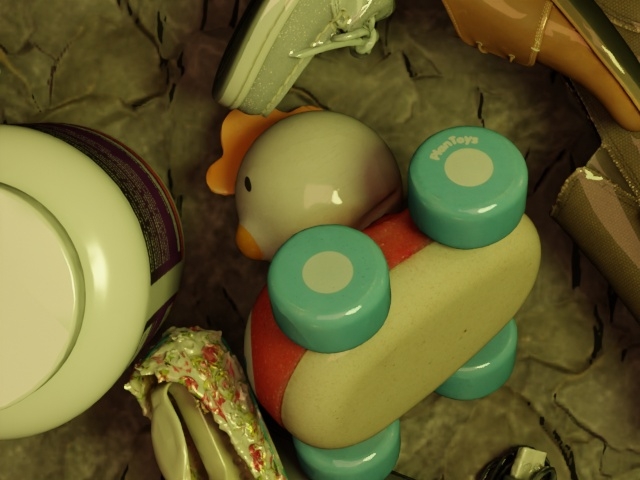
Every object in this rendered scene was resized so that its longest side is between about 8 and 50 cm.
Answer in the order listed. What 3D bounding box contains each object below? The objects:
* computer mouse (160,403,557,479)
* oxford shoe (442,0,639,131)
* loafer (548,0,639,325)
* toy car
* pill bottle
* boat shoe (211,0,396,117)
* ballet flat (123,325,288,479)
[{"bbox_3d":[0.018,0.198,1.145,0.272,0.072,0.188,20,95,-1],"label":"computer mouse"},{"bbox_3d":[0.128,-0.137,1.027,0.212,0.076,0.076,45,109,0],"label":"oxford shoe"},{"bbox_3d":[0.220,-0.020,1.108,0.130,0.134,0.366,-14,84,7],"label":"loafer"},{"bbox_3d":[0.000,0.000,1.085,0.210,0.219,0.238,-36,59,-19],"label":"toy car"},{"bbox_3d":[-0.185,0.018,1.009,0.181,0.323,0.181,0,94,1],"label":"pill bottle"},{"bbox_3d":[0.050,-0.201,1.094,0.103,0.118,0.320,40,82,-8],"label":"boat shoe"},{"bbox_3d":[-0.059,0.170,1.069,0.091,0.077,0.241,-34,80,39],"label":"ballet flat"}]
